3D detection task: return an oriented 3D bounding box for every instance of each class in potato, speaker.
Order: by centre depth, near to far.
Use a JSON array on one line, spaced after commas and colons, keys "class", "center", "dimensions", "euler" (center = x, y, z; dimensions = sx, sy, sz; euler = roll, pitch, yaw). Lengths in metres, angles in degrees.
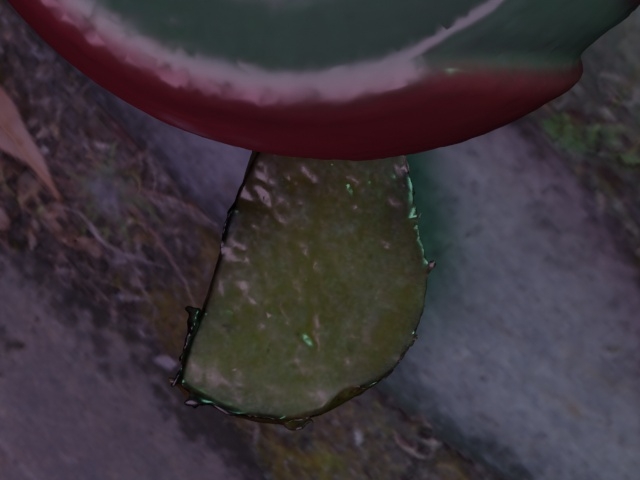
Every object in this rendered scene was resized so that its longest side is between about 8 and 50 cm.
[{"class": "speaker", "center": [0.011, -0.178, 0.636], "dimensions": [0.294, 0.294, 0.294], "euler": [11, 116, 22]}, {"class": "potato", "center": [0.000, 0.000, 0.847], "dimensions": [0.100, 0.089, 0.172], "euler": [15, 87, -2]}]
